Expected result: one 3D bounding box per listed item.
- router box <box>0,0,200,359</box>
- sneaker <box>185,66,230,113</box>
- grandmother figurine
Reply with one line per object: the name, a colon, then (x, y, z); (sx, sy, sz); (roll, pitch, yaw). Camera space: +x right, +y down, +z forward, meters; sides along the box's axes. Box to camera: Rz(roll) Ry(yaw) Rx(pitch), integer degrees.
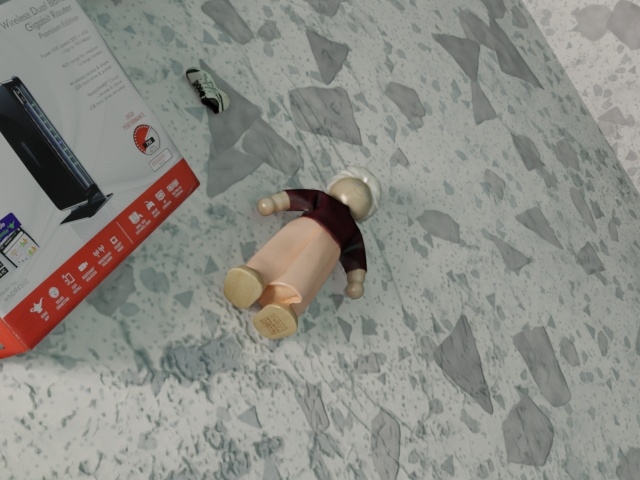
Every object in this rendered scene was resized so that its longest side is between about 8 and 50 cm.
router box: (-0.326, -0.090, 0.836); (0.301, 0.082, 0.335); (58, 40, -20)
sneaker: (-0.175, -0.229, 1.151); (0.083, 0.032, 0.037); (43, 43, -14)
grandmother figurine: (0.000, 0.000, 1.126); (0.208, 0.104, 0.342); (53, 44, -16)
